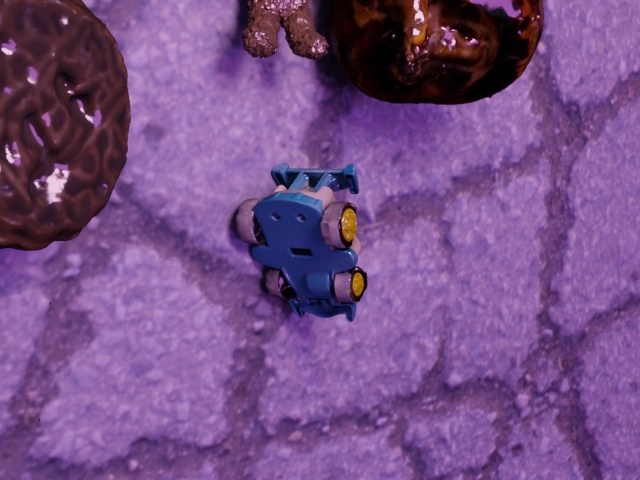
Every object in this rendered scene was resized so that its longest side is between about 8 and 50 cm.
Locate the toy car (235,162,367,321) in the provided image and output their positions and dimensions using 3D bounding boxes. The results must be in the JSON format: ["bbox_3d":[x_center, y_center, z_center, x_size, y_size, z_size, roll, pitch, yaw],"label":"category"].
[{"bbox_3d":[0.000,0.000,1.197,0.098,0.126,0.161,-57,137,-40],"label":"toy car"}]

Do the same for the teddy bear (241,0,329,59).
[{"bbox_3d":[-0.042,-0.252,1.138,0.119,0.078,0.160,0,81,-20],"label":"teddy bear"}]

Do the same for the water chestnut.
[{"bbox_3d":[0.114,-0.231,1.179,0.223,0.224,0.238,54,27,-34],"label":"water chestnut"}]

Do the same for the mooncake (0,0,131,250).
[{"bbox_3d":[-0.255,-0.100,0.918,0.228,0.124,0.228,-4,95,-57],"label":"mooncake"}]
